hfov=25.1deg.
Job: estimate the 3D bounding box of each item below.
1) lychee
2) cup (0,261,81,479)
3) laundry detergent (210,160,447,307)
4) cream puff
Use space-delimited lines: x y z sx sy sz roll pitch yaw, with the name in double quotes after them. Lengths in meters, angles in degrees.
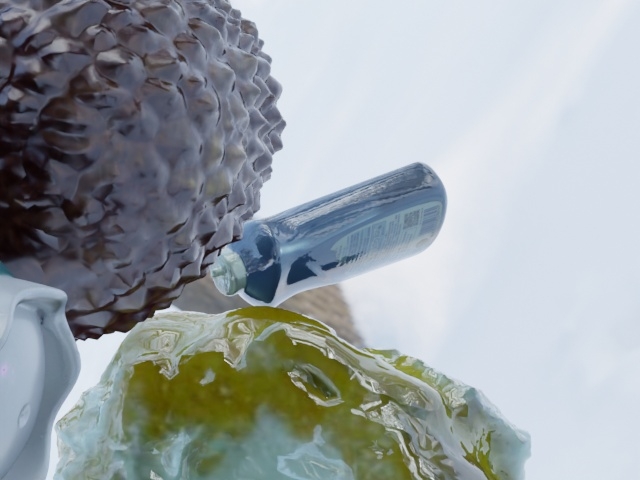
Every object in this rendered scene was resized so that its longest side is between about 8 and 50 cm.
-0.135 -0.059 0.791 0.271 0.236 0.236 -16 -24 -47 "lychee"
-0.202 0.051 0.613 0.167 0.173 0.300 50 -125 -76 "cup"
0.000 0.001 1.111 0.206 0.061 0.097 -19 -21 -31 "laundry detergent"
-0.018 0.239 1.059 0.378 0.378 0.275 -62 -19 -18 "cream puff"
